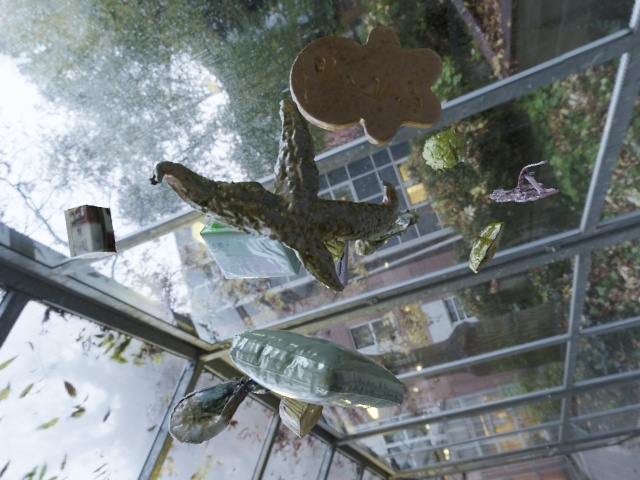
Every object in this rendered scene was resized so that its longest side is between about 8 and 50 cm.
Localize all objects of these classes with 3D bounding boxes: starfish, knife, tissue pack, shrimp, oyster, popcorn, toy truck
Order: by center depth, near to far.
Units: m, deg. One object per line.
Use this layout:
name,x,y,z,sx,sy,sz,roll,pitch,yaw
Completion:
starfish,-0.050,-0.105,0.791,0.431,0.324,0.082,36,161,-11
tissue pack,-0.699,-0.026,1.254,0.106,0.099,0.149,5,-107,-74
oyster,0.239,-0.028,1.463,0.166,0.294,0.094,-140,30,-66
toy truck,0.000,0.000,1.660,0.098,0.226,0.114,104,-167,-53
shrimp,-0.415,0.688,1.718,0.221,0.445,0.110,52,159,42
popcorn,0.545,-0.384,1.792,0.213,0.197,0.198,83,173,-68
knife,0.103,0.049,1.939,0.038,0.132,0.400,19,-118,-31
tissue pack,-0.319,0.018,1.999,0.205,0.403,0.332,-71,-29,-44

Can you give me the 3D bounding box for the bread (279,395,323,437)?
bread,-0.067,0.605,1.538,0.179,0.133,0.250,-42,-32,-41

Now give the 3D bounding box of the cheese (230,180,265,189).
cheese,-0.334,-0.200,1.723,0.175,0.202,0.091,-97,2,-83

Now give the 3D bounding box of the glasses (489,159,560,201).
glasses,0.575,-0.160,1.189,0.255,0.162,0.096,-42,-69,-75

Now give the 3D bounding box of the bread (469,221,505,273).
bread,0.697,0.026,1.735,0.233,0.088,0.160,-62,-32,-4

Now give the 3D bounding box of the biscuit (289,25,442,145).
biscuit,0.107,-0.355,0.949,0.052,0.353,0.276,115,154,-85

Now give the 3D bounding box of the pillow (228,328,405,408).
pillow,0.002,0.257,0.807,0.322,0.255,0.120,38,-116,-52

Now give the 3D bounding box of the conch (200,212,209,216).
conch,-0.345,-0.123,1.262,0.074,0.089,0.121,-43,-25,-55
